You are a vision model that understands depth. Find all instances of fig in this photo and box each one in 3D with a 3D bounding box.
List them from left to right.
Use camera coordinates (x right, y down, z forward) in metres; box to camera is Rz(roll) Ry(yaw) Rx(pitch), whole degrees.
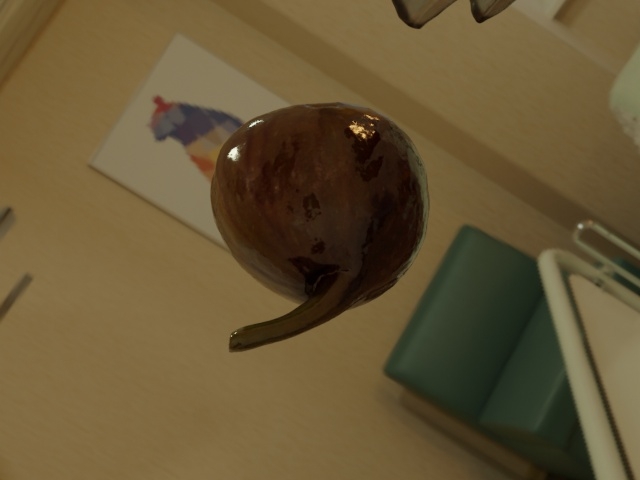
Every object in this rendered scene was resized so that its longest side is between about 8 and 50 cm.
[{"bbox_3d":[0.006,-0.004,0.733,0.175,0.175,0.207,-54,34,36],"label":"fig"}]

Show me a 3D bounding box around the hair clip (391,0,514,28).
[{"bbox_3d":[0.166,-0.248,0.581,0.331,0.101,0.085,-38,61,50],"label":"hair clip"}]
